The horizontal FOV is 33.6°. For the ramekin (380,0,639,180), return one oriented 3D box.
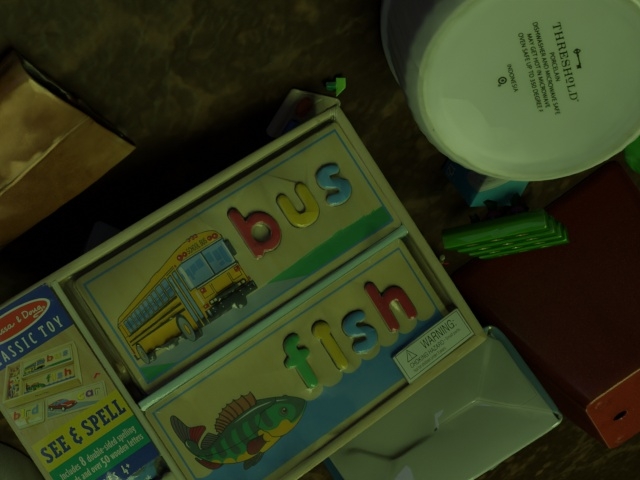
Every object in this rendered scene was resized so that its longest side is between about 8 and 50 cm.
[{"bbox_3d":[0.189,-0.173,0.946,0.272,0.127,0.273,2,131,2],"label":"ramekin"}]

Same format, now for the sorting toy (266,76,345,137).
[{"bbox_3d":[-0.009,-0.129,1.035,0.062,0.012,0.083,8,127,-41],"label":"sorting toy"}]

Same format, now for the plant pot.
[{"bbox_3d":[0.373,0.110,1.394,0.267,0.236,0.267,-36,143,4],"label":"plant pot"}]

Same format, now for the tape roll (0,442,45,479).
[{"bbox_3d":[-0.489,0.368,1.199,0.392,0.072,0.392,-20,141,-17],"label":"tape roll"}]

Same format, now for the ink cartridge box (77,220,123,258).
[{"bbox_3d":[-0.201,0.107,1.055,0.153,0.087,0.208,24,120,-14],"label":"ink cartridge box"}]

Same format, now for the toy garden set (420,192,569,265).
[{"bbox_3d":[0.168,-0.008,1.212,0.203,0.049,0.244,-12,172,17],"label":"toy garden set"}]

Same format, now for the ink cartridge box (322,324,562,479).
[{"bbox_3d":[0.160,0.266,1.424,0.270,0.151,0.395,-33,163,0],"label":"ink cartridge box"}]

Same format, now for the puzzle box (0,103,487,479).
[{"bbox_3d":[-0.078,0.087,0.955,0.409,0.272,0.052,-34,-179,-18],"label":"puzzle box"}]

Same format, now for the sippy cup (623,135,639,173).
[{"bbox_3d":[0.451,-0.206,1.126,0.305,0.240,0.224,-23,160,29],"label":"sippy cup"}]

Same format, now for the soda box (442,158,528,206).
[{"bbox_3d":[0.214,-0.136,1.144,0.071,0.067,0.210,-3,134,-33],"label":"soda box"}]

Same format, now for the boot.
[{"bbox_3d":[-0.281,-0.006,0.946,0.280,0.096,0.264,-43,135,1],"label":"boot"}]
